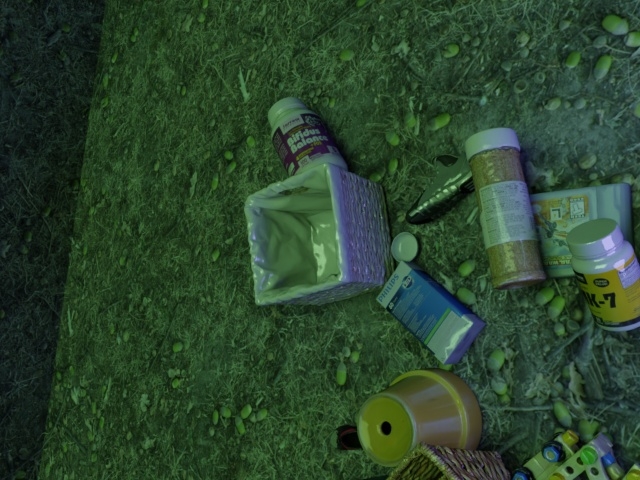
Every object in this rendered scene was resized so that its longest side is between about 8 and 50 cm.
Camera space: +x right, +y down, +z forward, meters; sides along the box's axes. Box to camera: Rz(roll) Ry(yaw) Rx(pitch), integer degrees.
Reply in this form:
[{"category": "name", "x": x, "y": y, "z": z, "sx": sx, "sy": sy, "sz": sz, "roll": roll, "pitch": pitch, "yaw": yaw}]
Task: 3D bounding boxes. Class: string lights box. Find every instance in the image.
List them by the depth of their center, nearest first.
[{"category": "string lights box", "x": 0.276, "y": 0.180, "z": 1.558, "sx": 0.259, "sy": 0.076, "sz": 0.133, "roll": 44, "pitch": 111, "yaw": 36}]

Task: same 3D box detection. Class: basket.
[{"category": "basket", "x": 0.260, "y": 0.607, "z": 1.310, "sx": 0.299, "sy": 0.223, "sz": 0.214, "roll": -59, "pitch": 29, "yaw": 32}, {"category": "basket", "x": 0.000, "y": 0.000, "z": 1.697, "sx": 0.328, "sy": 0.266, "sz": 0.332, "roll": -19, "pitch": 72, "yaw": 37}]

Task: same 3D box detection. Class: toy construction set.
[{"category": "toy construction set", "x": 0.523, "y": 0.524, "z": 1.258, "sx": 0.328, "sy": 0.151, "sz": 0.215, "roll": -50, "pitch": 63, "yaw": 17}]

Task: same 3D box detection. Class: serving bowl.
[{"category": "serving bowl", "x": 0.234, "y": 0.021, "z": 1.650, "sx": 0.083, "sy": 0.027, "sz": 0.083, "roll": -8, "pitch": 78, "yaw": 40}]

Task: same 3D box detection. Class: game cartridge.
[{"category": "game cartridge", "x": 0.544, "y": -0.014, "z": 1.376, "sx": 0.297, "sy": 0.062, "sz": 0.198, "roll": -7, "pitch": 75, "yaw": 40}]

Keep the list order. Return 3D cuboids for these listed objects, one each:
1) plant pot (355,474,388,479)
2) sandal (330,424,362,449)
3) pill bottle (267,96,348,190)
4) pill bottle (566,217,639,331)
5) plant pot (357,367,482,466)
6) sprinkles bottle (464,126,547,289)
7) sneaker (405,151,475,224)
[{"category": "plant pot", "x": 0.102, "y": 0.749, "z": 1.550, "sx": 0.165, "sy": 0.165, "sz": 0.234, "roll": -37, "pitch": 58, "yaw": 31}, {"category": "sandal", "x": 0.093, "y": 0.548, "z": 1.681, "sx": 0.179, "sy": 0.040, "sz": 0.067, "roll": -11, "pitch": 77, "yaw": 39}, {"category": "pill bottle", "x": -0.049, "y": -0.288, "z": 1.846, "sx": 0.169, "sy": 0.169, "sz": 0.302, "roll": -43, "pitch": 59, "yaw": 27}, {"category": "pill bottle", "x": 0.579, "y": 0.068, "z": 1.225, "sx": 0.119, "sy": 0.119, "sz": 0.209, "roll": -16, "pitch": 111, "yaw": 38}, {"category": "plant pot", "x": 0.220, "y": 0.438, "z": 1.460, "sx": 0.254, "sy": 0.239, "sz": 0.254, "roll": -8, "pitch": 78, "yaw": 40}, {"category": "sprinkles bottle", "x": 0.416, "y": -0.072, "z": 1.379, "sx": 0.121, "sy": 0.121, "sz": 0.356, "roll": -18, "pitch": 72, "yaw": 37}, {"category": "sneaker", "x": 0.304, "y": -0.146, "z": 1.589, "sx": 0.228, "sy": 0.086, "sz": 0.132, "roll": -35, "pitch": 57, "yaw": 20}]
